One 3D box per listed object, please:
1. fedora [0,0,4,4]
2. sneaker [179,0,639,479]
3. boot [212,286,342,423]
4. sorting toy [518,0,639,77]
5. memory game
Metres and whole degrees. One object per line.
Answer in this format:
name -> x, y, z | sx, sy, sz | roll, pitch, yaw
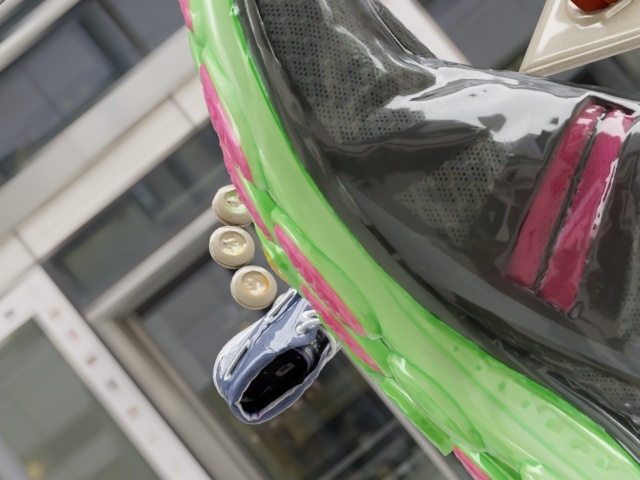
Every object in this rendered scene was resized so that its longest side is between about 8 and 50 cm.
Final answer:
fedora -> -0.257, -0.285, 1.172 | 0.152, 0.334, 0.334 | 27, -58, -40
sneaker -> 0.117, 0.010, 0.848 | 0.202, 0.483, 0.185 | -42, -14, -8
boot -> 0.004, 0.060, 1.376 | 0.190, 0.069, 0.086 | -45, 16, 0
sorting toy -> 0.219, -0.236, 1.049 | 0.229, 0.041, 0.307 | -20, 42, 56
memory game -> 0.000, 0.000, 1.513 | 0.186, 0.186, 0.012 | -36, -16, -32
